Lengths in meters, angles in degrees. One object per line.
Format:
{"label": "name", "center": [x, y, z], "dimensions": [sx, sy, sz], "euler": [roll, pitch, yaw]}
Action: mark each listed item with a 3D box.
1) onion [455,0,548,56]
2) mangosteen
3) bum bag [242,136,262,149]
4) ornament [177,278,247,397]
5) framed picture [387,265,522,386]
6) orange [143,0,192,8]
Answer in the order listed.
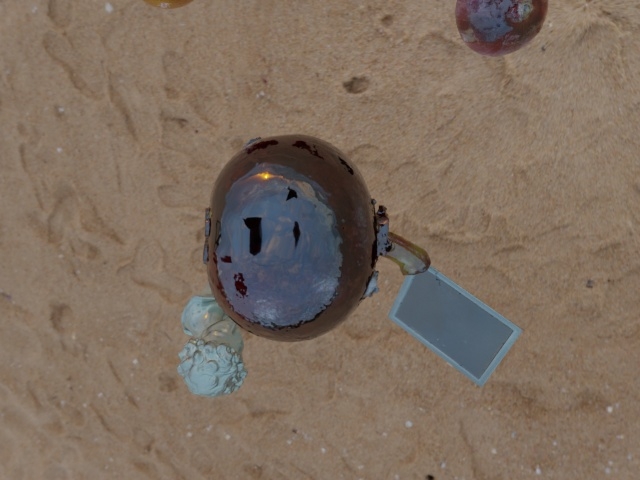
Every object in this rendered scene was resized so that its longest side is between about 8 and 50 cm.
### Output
{"label": "onion", "center": [0.322, -0.397, 1.010], "dimensions": [0.159, 0.195, 0.159], "euler": [-2, 112, -6]}
{"label": "mangosteen", "center": [0.000, 0.000, 0.661], "dimensions": [0.261, 0.235, 0.235], "euler": [4, 115, -7]}
{"label": "bum bag", "center": [-0.171, -0.218, 1.502], "dimensions": [0.034, 0.058, 0.124], "euler": [58, 168, 30]}
{"label": "ornament", "center": [-0.200, 0.169, 1.076], "dimensions": [0.120, 0.285, 0.130], "euler": [8, 117, -16]}
{"label": "framed picture", "center": [0.317, 0.197, 1.417], "dimensions": [0.296, 0.019, 0.232], "euler": [37, 135, 20]}
{"label": "orange", "center": [-0.250, -0.515, 0.980], "dimensions": [0.171, 0.240, 0.240], "euler": [29, 124, -23]}
